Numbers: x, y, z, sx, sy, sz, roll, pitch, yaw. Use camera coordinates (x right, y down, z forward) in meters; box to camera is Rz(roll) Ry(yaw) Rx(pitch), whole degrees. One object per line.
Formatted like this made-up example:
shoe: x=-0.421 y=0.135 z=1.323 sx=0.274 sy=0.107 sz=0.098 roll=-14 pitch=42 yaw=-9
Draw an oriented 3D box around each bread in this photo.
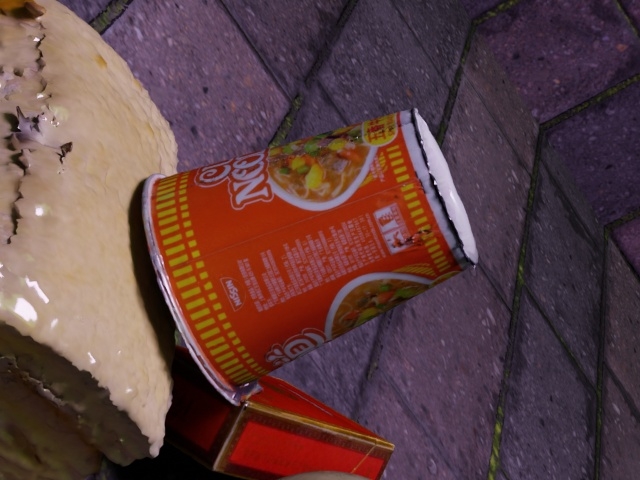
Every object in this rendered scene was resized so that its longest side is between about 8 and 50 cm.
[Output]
bread: x=-0.219 y=-0.019 z=1.152 sx=0.236 sy=0.165 sz=0.375 roll=50 pitch=25 yaw=-36

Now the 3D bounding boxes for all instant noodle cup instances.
instant noodle cup: x=0.000 y=0.000 z=1.144 sx=0.193 sy=0.212 sz=0.193 roll=-21 pitch=90 yaw=-80

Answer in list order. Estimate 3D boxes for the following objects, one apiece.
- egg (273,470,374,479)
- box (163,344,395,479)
egg: x=0.022 y=0.321 z=1.202 sx=0.295 sy=0.218 sz=0.218 roll=59 pitch=23 yaw=-19
box: x=-0.061 y=0.157 z=1.307 sx=0.240 sy=0.153 sz=0.074 roll=25 pitch=87 yaw=-54
